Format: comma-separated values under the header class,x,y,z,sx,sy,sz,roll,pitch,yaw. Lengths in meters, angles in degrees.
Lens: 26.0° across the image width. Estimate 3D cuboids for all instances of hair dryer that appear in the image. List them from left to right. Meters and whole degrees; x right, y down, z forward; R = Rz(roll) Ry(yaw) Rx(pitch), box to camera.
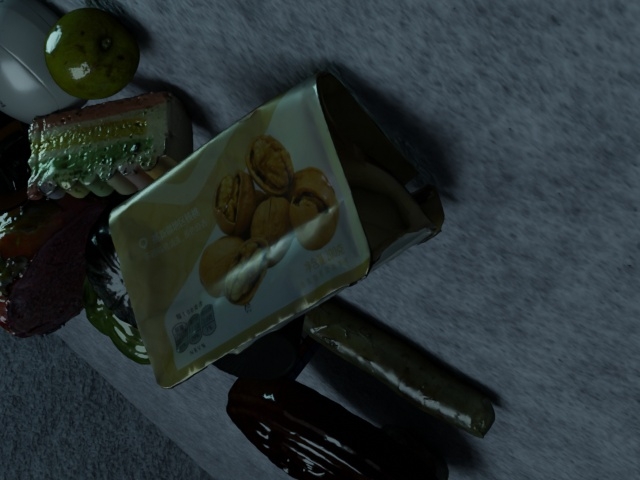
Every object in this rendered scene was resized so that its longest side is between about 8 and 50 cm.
class,x,y,z,sx,sy,sz,roll,pitch,yaw
hair dryer,0.000,0.000,1.592,0.302,0.244,0.116,-28,129,36

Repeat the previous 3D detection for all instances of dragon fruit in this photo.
class,x,y,z,sx,sy,sz,roll,pitch,yaw
dragon fruit,-0.500,-0.011,2.285,0.263,0.296,0.314,36,155,19

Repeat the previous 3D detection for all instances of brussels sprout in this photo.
class,x,y,z,sx,sy,sz,roll,pitch,yaw
brussels sprout,-0.276,0.085,2.230,0.244,0.244,0.244,34,163,12

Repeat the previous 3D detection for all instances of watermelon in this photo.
class,x,y,z,sx,sy,sz,roll,pitch,yaw
watermelon,0.152,0.356,2.295,0.139,0.071,0.187,55,162,-18

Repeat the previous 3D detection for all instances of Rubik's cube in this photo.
class,x,y,z,sx,sy,sz,roll,pitch,yaw
Rubik's cube,-0.070,0.157,2.172,0.092,0.092,0.092,25,159,37

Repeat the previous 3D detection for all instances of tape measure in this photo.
class,x,y,z,sx,sy,sz,roll,pitch,yaw
tape measure,-0.482,-0.142,2.052,0.135,0.202,0.223,32,157,30

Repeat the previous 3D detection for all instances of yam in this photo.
class,x,y,z,sx,sy,sz,roll,pitch,yaw
yam,0.101,0.170,1.903,0.317,0.067,0.071,30,-169,22

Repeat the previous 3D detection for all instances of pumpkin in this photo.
class,x,y,z,sx,sy,sz,roll,pitch,yaw
pumpkin,-0.235,0.031,2.004,0.220,0.162,0.220,10,118,21

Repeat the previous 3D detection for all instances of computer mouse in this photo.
class,x,y,z,sx,sy,sz,roll,pitch,yaw
computer mouse,-0.394,-0.221,1.812,0.184,0.121,0.297,44,161,-24

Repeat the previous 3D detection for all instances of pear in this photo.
class,x,y,z,sx,sy,sz,roll,pitch,yaw
pear,-0.263,-0.215,1.594,0.107,0.107,0.131,43,151,-16

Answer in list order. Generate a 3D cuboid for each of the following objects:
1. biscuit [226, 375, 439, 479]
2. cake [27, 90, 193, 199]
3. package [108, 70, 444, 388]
class,x,y,z,sx,sy,sz,roll,pitch,yaw
biscuit,0.023,0.350,2.199,0.407,0.091,0.407,30,161,12
cake,-0.257,-0.108,1.714,0.225,0.109,0.090,-8,160,27
package,-0.041,0.000,1.419,0.165,0.311,0.221,7,-122,-52
